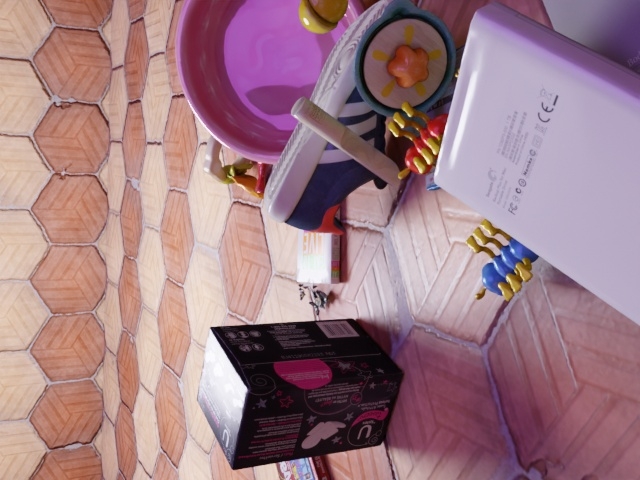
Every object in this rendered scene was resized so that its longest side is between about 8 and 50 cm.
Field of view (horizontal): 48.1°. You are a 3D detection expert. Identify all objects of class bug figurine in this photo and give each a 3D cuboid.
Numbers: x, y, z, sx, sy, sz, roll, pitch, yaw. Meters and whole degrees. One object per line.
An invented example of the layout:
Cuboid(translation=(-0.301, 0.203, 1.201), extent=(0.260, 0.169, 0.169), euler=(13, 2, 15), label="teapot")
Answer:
Cuboid(translation=(0.195, -0.078, 0.810), extent=(0.216, 0.072, 0.279), euler=(-53, 51, 37), label="bug figurine")

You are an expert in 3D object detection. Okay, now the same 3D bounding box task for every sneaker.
Cuboid(translation=(0.055, -0.163, 1.023), extent=(0.350, 0.148, 0.131), euler=(-60, 19, 19), label="sneaker")

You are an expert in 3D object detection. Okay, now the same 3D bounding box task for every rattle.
Cuboid(translation=(-0.138, -0.200, 1.414), extent=(0.143, 0.130, 0.199), euler=(21, 82, 47), label="rattle")

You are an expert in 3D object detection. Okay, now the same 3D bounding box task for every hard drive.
Cuboid(translation=(0.241, -0.048, 0.619), extent=(0.307, 0.040, 0.203), euler=(39, 146, 27), label="hard drive")

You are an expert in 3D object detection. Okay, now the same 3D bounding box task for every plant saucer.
Cuboid(translation=(-0.066, -0.289, 1.127), extent=(0.332, 0.084, 0.332), euler=(7, 110, 20), label="plant saucer")

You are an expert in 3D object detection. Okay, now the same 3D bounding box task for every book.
Cuboid(translation=(0.000, 0.000, 1.215), extent=(0.096, 0.035, 0.144), euler=(-1, 88, 56), label="book")

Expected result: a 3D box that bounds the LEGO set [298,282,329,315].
Cuboid(translation=(-0.006, 0.095, 1.227), extent=(0.083, 0.023, 0.054), euler=(42, 136, 41), label="LEGO set")

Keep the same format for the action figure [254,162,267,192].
Cuboid(translation=(-0.059, -0.221, 1.253), extent=(0.139, 0.092, 0.280), euler=(-166, 77, -66), label="action figure")

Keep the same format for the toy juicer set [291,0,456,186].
Cuboid(translation=(0.068, -0.225, 0.876), extent=(0.089, 0.209, 0.328), euler=(-123, 47, -59), label="toy juicer set")

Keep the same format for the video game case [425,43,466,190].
Cuboid(translation=(0.171, -0.157, 0.927), extent=(0.119, 0.015, 0.166), euler=(-16, 77, 59), label="video game case")

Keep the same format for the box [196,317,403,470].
Cuboid(translation=(-0.035, 0.217, 1.056), extent=(0.163, 0.247, 0.142), euler=(44, 126, 52), label="box")

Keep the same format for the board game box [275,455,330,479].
Cuboid(translation=(-0.035, 0.411, 1.282), extent=(0.145, 0.027, 0.281), euler=(-58, 43, 45), label="board game box")

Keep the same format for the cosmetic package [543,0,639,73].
Cuboid(translation=(0.285, -0.213, 0.640), extent=(0.127, 0.107, 0.237), euler=(-47, 54, 54), label="cosmetic package")
